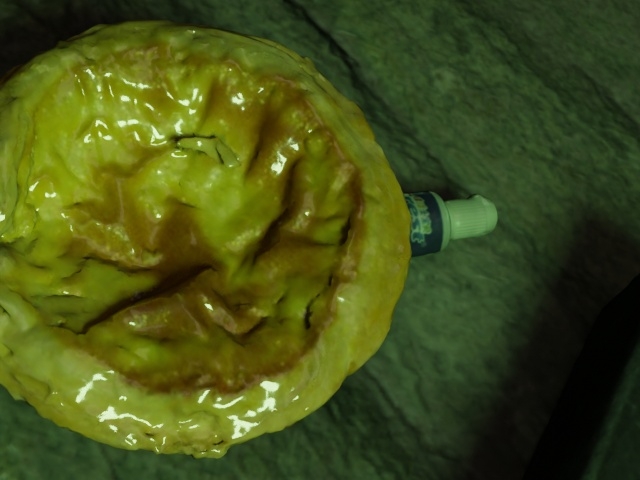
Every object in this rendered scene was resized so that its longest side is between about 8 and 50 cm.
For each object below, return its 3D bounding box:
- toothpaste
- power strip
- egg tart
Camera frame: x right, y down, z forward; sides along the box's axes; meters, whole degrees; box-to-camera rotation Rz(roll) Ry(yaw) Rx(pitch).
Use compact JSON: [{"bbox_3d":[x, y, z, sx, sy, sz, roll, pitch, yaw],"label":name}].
[{"bbox_3d":[0.000,0.000,0.806,0.216,0.037,0.062,-8,63,-20],"label":"toothpaste"},{"bbox_3d":[0.164,0.108,0.762,0.070,0.105,0.256,33,53,-2],"label":"power strip"},{"bbox_3d":[-0.076,-0.001,0.719,0.241,0.106,0.241,4,64,-8],"label":"egg tart"}]
